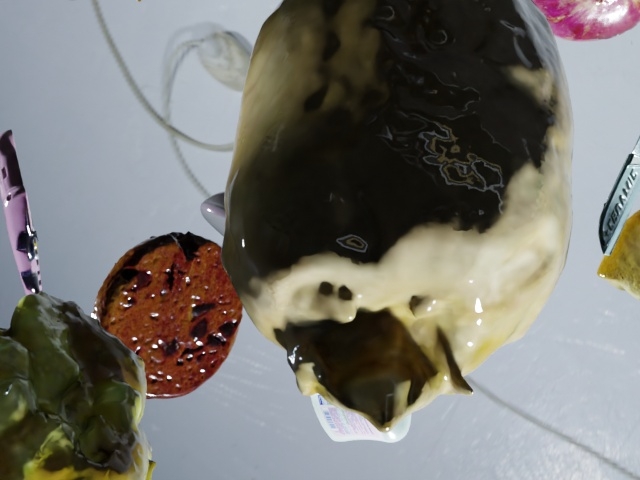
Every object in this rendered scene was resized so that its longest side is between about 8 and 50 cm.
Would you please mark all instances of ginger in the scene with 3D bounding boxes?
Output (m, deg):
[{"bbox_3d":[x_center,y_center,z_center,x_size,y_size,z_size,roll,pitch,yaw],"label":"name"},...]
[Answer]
[{"bbox_3d":[0.034,-0.044,0.459,0.138,0.267,0.152,3,129,3],"label":"ginger"}]

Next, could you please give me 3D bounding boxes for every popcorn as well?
[{"bbox_3d":[-0.238,0.191,0.771,0.247,0.282,0.282,-11,89,1],"label":"popcorn"}]

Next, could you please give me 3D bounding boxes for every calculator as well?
[{"bbox_3d":[-0.484,-0.022,1.730,0.043,0.294,0.194,-12,51,-17],"label":"calculator"}]

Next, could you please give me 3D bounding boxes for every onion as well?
[{"bbox_3d":[0.297,-0.308,1.189,0.177,0.153,0.177,-2,96,-17],"label":"onion"}]

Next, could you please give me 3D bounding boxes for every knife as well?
[{"bbox_3d":[0.303,-0.082,1.006,0.028,0.015,0.210,40,119,40],"label":"knife"}]

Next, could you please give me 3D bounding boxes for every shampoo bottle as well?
[{"bbox_3d":[0.038,0.141,0.941,0.099,0.043,0.072,-13,101,54],"label":"shampoo bottle"}]

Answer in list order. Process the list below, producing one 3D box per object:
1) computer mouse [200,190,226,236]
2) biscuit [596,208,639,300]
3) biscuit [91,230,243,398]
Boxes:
[{"bbox_3d":[-0.001,0.001,0.983,0.232,0.120,0.057,8,73,20],"label":"computer mouse"},{"bbox_3d":[0.463,0.068,1.249,0.154,0.045,0.299,-41,58,-3],"label":"biscuit"},{"bbox_3d":[-0.165,0.083,1.187,0.049,0.192,0.192,18,99,53],"label":"biscuit"}]
